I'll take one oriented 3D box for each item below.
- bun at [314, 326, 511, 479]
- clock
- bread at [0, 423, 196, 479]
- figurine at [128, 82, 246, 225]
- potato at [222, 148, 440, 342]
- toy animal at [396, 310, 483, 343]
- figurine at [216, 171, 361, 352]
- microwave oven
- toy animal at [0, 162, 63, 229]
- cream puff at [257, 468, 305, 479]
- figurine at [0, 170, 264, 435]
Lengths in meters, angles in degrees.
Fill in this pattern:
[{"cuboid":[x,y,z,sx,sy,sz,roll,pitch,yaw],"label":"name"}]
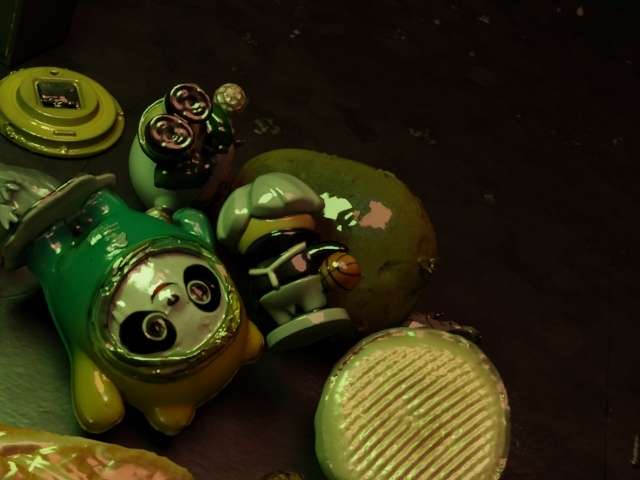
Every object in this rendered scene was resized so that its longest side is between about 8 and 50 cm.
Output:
[{"cuboid":[0.121,0.261,1.316,0.287,0.146,0.287,4,65,-9],"label":"bun"},{"cuboid":[-0.450,-0.235,1.650,0.237,0.057,0.237,14,42,-13],"label":"clock"},{"cuboid":[-0.326,0.375,0.879,0.389,0.279,0.371,14,43,-13],"label":"bread"},{"cuboid":[-0.214,-0.137,1.476,0.167,0.370,0.281,29,79,-2],"label":"figurine"},{"cuboid":[0.015,-0.018,1.499,0.269,0.219,0.359,-44,65,-6],"label":"potato"},{"cuboid":[0.160,0.201,1.466,0.170,0.090,0.255,30,37,11],"label":"toy animal"},{"cuboid":[-0.042,0.018,1.320,0.133,0.176,0.236,14,52,-63],"label":"figurine"},{"cuboid":[-0.543,-0.471,1.716,0.178,0.247,0.188,34,42,5],"label":"microwave oven"},{"cuboid":[-0.447,-0.069,1.421,0.366,0.081,0.206,23,7,-4],"label":"toy animal"},{"cuboid":[-0.061,0.376,1.108,0.183,0.183,0.169,-30,83,-44],"label":"cream puff"},{"cuboid":[-0.246,0.085,1.293,0.323,0.231,0.340,-39,80,-28],"label":"figurine"}]
